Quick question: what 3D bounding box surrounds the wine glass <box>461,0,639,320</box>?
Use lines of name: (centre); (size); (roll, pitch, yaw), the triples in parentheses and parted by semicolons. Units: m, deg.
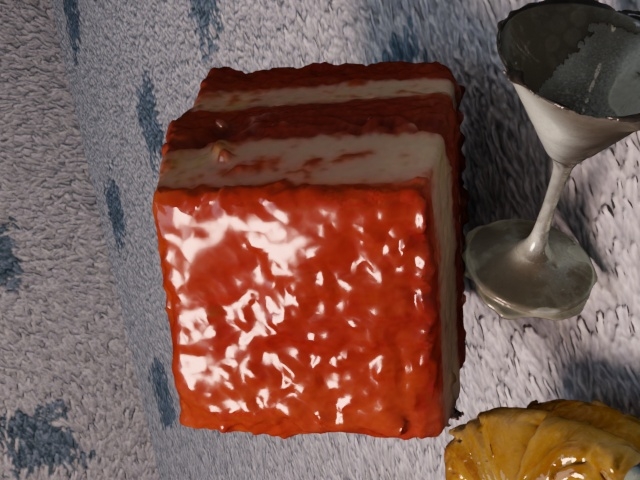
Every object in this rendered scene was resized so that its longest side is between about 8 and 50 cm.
wine glass: (0.187, -0.054, 0.906); (0.232, 0.156, 0.156); (98, 152, -44)

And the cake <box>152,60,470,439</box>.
cake: (0.000, 0.000, 1.064); (0.319, 0.270, 0.269); (-74, -19, -64)

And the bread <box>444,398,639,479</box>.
bread: (0.209, 0.232, 0.946); (0.236, 0.120, 0.198); (6, 115, 54)

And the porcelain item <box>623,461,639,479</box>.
porcelain item: (0.300, 0.246, 0.646); (0.281, 0.157, 0.285); (-115, 10, -69)
